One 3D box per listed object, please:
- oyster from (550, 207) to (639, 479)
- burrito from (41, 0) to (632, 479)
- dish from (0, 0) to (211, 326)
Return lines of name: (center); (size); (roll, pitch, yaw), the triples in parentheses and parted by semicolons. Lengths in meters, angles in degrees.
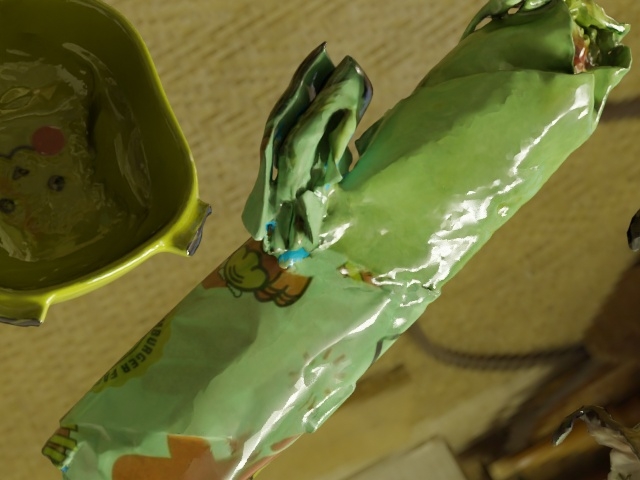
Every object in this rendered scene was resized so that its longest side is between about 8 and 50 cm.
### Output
oyster: (0.170, -0.035, 0.470); (0.337, 0.133, 0.198); (-53, -175, -17)
burrito: (0.000, 0.000, 0.661); (0.288, 0.054, 0.104); (-44, 125, -5)
dish: (-0.208, -0.050, 1.318); (0.221, 0.262, 0.108); (-28, 160, -16)
